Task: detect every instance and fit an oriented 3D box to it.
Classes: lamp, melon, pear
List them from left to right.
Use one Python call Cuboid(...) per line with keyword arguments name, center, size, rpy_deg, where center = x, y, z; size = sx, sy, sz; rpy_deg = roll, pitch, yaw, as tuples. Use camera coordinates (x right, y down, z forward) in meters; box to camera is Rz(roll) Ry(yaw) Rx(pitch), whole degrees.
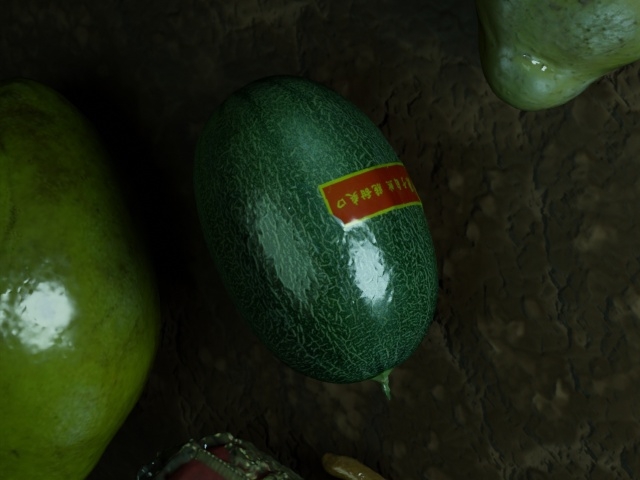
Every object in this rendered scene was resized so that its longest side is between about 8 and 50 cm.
Cuboid(name="pear", center=(-0.331, 0.054, 1.411), size=(0.352, 0.352, 0.413), rpy_deg=(-1, 93, 36))
Cuboid(name="lamp", center=(-0.056, 0.296, 1.371), size=(0.274, 0.177, 0.177), rpy_deg=(31, 120, 26))
Cuboid(name="melon", center=(0.000, 0.000, 1.237), size=(0.182, 0.182, 0.287), rpy_deg=(-24, 89, 38))

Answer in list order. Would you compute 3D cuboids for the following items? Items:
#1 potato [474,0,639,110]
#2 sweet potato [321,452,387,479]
Cuboid(name="potato", center=(0.183, -0.175, 1.075), size=(0.157, 0.157, 0.194), rpy_deg=(44, 135, 17))
Cuboid(name="sweet potato", center=(0.071, 0.252, 1.348), size=(0.179, 0.044, 0.044), rpy_deg=(47, 125, 18))
